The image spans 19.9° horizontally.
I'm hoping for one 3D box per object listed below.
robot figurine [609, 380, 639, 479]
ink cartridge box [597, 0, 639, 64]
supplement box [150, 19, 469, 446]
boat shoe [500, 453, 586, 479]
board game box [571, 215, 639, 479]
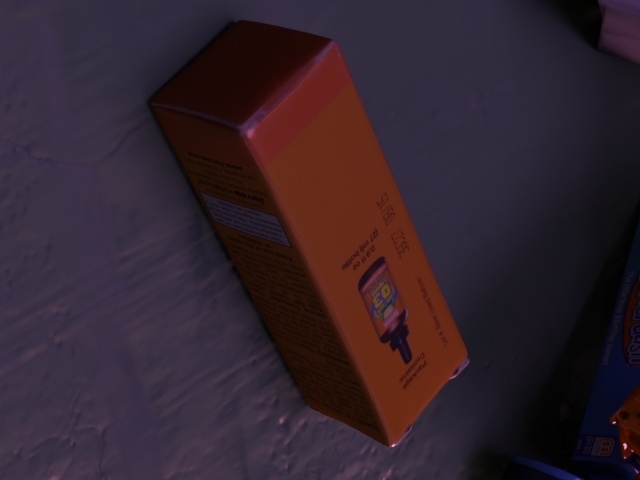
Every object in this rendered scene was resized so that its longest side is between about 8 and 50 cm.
[{"bbox_3d":[0.299,0.069,1.113,0.291,0.085,0.211,-39,146,-16],"label":"robot figurine"},{"bbox_3d":[0.282,-0.252,1.112,0.130,0.272,0.309,42,68,-78],"label":"ink cartridge box"},{"bbox_3d":[0.000,0.000,0.964,0.078,0.080,0.233,-46,130,-26],"label":"supplement box"},{"bbox_3d":[0.188,0.229,1.217,0.258,0.109,0.089,44,73,-42],"label":"boat shoe"},{"bbox_3d":[0.248,0.090,1.247,0.160,0.047,0.210,45,55,-44],"label":"board game box"}]
